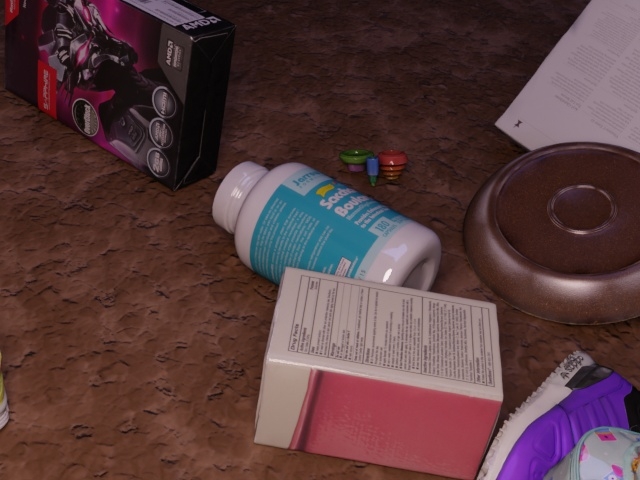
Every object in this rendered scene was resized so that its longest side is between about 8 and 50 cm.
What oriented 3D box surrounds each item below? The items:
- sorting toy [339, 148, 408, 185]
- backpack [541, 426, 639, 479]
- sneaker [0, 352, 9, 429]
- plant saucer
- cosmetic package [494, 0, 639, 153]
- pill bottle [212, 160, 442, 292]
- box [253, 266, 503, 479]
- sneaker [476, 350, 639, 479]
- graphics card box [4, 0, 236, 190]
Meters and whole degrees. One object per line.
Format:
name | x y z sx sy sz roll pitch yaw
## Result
sorting toy | 0.077 -0.107 1.417 0.102 0.042 0.061 1 20 7
backpack | 0.290 0.240 0.834 0.189 0.144 0.165 4 55 -10
sneaker | -0.362 0.097 0.976 0.082 0.094 0.208 -17 42 -30
plant saucer | 0.341 -0.029 1.267 0.311 0.050 0.310 -6 48 7
cosmetic package | 0.482 -0.176 1.403 0.377 0.284 0.097 45 9 37
pill bottle | 0.000 0.000 1.154 0.264 0.146 0.146 29 40 23
box | 0.059 0.136 1.000 0.233 0.126 0.148 10 36 0
sneaker | 0.258 0.220 0.957 0.146 0.102 0.293 30 40 24
graphics card box | -0.293 -0.253 1.353 0.371 0.232 0.094 30 36 24
